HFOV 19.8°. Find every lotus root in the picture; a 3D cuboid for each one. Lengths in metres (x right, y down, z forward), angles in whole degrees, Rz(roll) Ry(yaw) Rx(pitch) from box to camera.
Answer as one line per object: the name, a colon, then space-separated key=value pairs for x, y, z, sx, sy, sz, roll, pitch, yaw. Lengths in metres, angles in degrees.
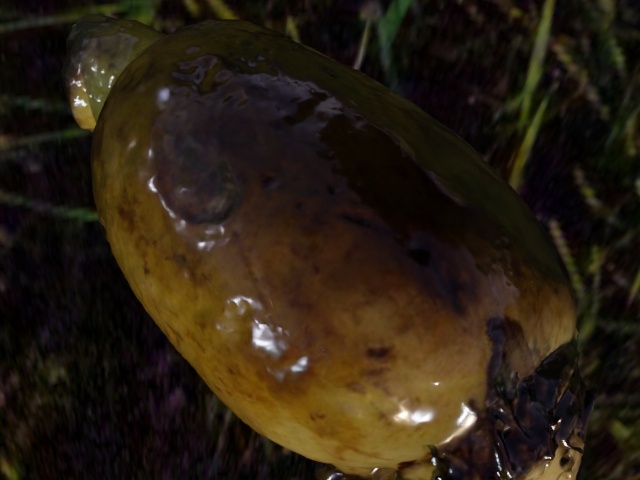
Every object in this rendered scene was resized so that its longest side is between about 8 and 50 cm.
lotus root: x=0.000 y=0.000 z=0.758 sx=0.314 sy=0.169 sz=0.141 roll=45 pitch=98 yaw=19
